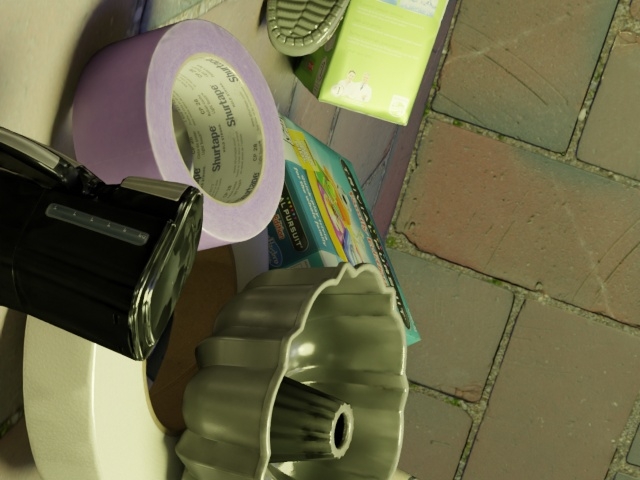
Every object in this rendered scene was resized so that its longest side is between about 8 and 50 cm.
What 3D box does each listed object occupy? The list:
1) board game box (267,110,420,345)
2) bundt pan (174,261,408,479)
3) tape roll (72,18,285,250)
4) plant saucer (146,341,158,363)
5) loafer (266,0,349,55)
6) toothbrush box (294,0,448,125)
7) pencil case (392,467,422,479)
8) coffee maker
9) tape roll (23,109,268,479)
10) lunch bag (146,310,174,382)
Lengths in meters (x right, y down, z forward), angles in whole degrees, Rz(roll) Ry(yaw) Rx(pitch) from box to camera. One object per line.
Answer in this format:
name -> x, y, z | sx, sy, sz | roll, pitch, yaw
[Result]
board game box -> 0.000, 0.000, 1.800 | 0.253, 0.079, 0.336 | 69, 14, 15
bundt pan -> -0.032, 0.175, 1.501 | 0.331, 0.124, 0.330 | -25, 119, -60
tape roll -> -0.115, -0.084, 1.288 | 0.189, 0.080, 0.189 | 23, 62, -53
plant saucer -> -0.196, 0.090, 1.646 | 0.168, 0.029, 0.168 | 19, 90, -81
loafer -> 0.010, -0.315, 1.783 | 0.087, 0.094, 0.251 | 74, 36, -69
toothbrush box -> 0.077, -0.306, 1.912 | 0.206, 0.122, 0.283 | -125, -130, -73
pencil case -> -0.015, 0.347, 2.052 | 0.183, 0.410, 0.160 | -55, 162, -35
coffee maker -> -0.188, 0.016, 1.063 | 0.120, 0.178, 0.171 | 53, 57, -78
tape roll -> -0.151, 0.075, 1.446 | 0.392, 0.072, 0.392 | 9, 90, -71
lunch bag -> -0.064, 0.161, 1.814 | 0.107, 0.279, 0.224 | -61, 172, 12
